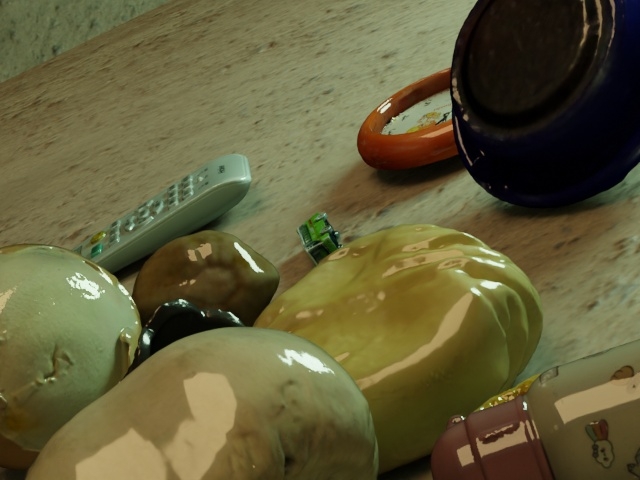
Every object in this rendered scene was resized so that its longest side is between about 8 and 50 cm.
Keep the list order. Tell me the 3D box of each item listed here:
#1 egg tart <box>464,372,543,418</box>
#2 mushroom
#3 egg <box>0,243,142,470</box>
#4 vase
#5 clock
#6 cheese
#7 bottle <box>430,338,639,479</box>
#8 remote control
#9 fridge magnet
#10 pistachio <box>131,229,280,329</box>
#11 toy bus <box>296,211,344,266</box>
[{"bbox_3d":[0.149,0.131,1.069,0.130,0.052,0.130,-26,20,10],"label":"egg tart"},{"bbox_3d":[-0.057,0.192,1.010,0.254,0.234,0.260,-7,-43,-48],"label":"mushroom"},{"bbox_3d":[-0.263,0.102,1.457,0.201,0.201,0.244,-33,11,-15],"label":"egg"},{"bbox_3d":[-0.144,0.147,1.235,0.237,0.115,0.115,-42,5,44],"label":"vase"},{"bbox_3d":[0.136,-0.132,1.729,0.205,0.051,0.205,-23,21,9],"label":"clock"},{"bbox_3d":[0.054,0.085,1.230,0.226,0.117,0.214,-38,26,-13],"label":"cheese"},{"bbox_3d":[0.180,0.117,0.951,0.233,0.110,0.110,-19,21,5],"label":"bottle"},{"bbox_3d":[-0.206,-0.006,1.862,0.293,0.051,0.103,-29,19,5],"label":"remote control"},{"bbox_3d":[0.217,-0.158,1.473,0.265,0.112,0.265,-22,58,39],"label":"fridge magnet"},{"bbox_3d":[-0.117,0.049,1.538,0.126,0.108,0.185,-14,-1,-43],"label":"pistachio"},{"bbox_3d":[0.000,0.000,1.611,0.037,0.031,0.083,-33,19,4],"label":"toy bus"}]
